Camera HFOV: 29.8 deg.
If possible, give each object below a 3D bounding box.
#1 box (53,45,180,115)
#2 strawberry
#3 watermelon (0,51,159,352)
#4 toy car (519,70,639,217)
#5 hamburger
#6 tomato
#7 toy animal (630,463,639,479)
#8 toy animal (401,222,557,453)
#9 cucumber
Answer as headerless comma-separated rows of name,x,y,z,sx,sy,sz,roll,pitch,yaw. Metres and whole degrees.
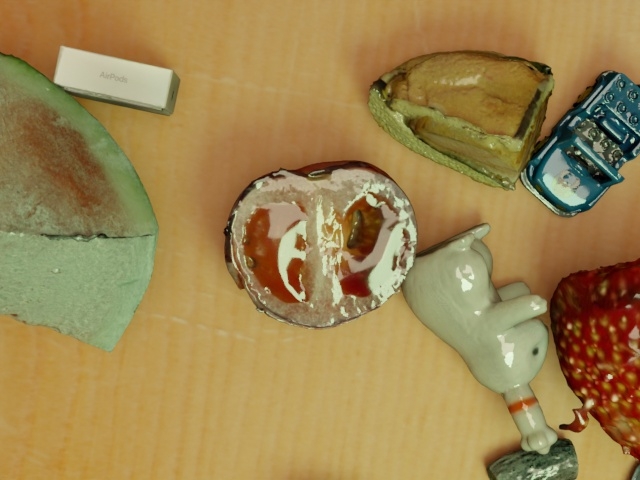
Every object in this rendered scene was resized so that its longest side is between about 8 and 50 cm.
box,-0.237,-0.186,1.422,0.130,0.129,0.051,11,92,-3
strawberry,0.427,0.168,1.409,0.343,0.292,0.292,10,92,2
watermelon,-0.353,-0.022,1.340,0.228,0.258,0.387,-30,98,42
toy car,0.338,-0.118,1.469,0.097,0.100,0.191,40,94,-7
hamburger,0.170,-0.161,1.462,0.207,0.135,0.155,15,61,15
tomato,0.000,0.000,1.453,0.228,0.112,0.199,-2,100,-1
toy animal,0.453,0.407,1.512,0.239,0.176,0.255,44,55,-7
toy animal,0.219,0.108,1.457,0.138,0.140,0.282,-41,89,11
cucumber,0.268,0.287,1.506,0.112,0.064,0.064,-22,93,-4
